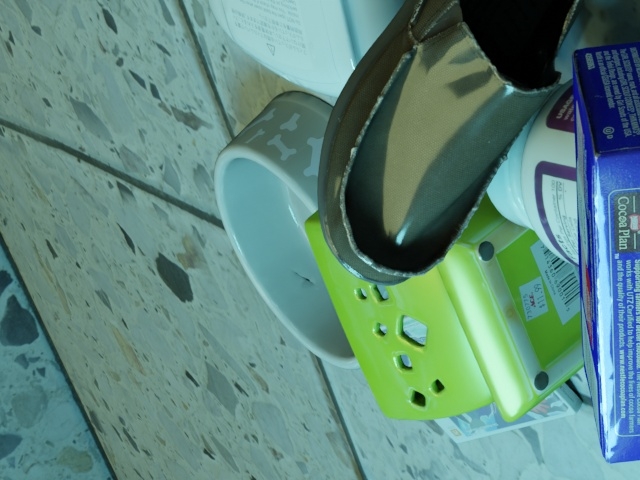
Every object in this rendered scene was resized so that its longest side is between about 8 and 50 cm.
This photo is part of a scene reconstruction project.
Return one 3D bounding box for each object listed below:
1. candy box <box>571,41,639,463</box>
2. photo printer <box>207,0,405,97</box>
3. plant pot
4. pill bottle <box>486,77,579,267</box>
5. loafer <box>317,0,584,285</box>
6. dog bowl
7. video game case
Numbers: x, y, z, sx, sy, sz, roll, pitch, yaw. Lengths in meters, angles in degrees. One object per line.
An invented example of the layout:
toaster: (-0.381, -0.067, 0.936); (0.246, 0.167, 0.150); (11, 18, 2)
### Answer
candy box: (0.323, -0.002, 1.024); (0.122, 0.317, 0.268); (-90, -7, -49)
photo printer: (-0.021, -0.273, 1.436); (0.256, 0.107, 0.308); (29, 141, 49)
plant pot: (0.157, 0.028, 1.532); (0.207, 0.227, 0.228); (3, 122, 55)
pill bottle: (0.262, -0.048, 1.276); (0.301, 0.169, 0.169); (19, 136, 57)
loafer: (0.108, -0.127, 1.274); (0.133, 0.366, 0.130); (19, -168, -19)
dog bowl: (0.000, 0.000, 1.961); (0.349, 0.102, 0.349); (44, 153, 29)
video game case: (0.157, 0.140, 1.793); (0.183, 0.023, 0.201); (46, 144, -15)
